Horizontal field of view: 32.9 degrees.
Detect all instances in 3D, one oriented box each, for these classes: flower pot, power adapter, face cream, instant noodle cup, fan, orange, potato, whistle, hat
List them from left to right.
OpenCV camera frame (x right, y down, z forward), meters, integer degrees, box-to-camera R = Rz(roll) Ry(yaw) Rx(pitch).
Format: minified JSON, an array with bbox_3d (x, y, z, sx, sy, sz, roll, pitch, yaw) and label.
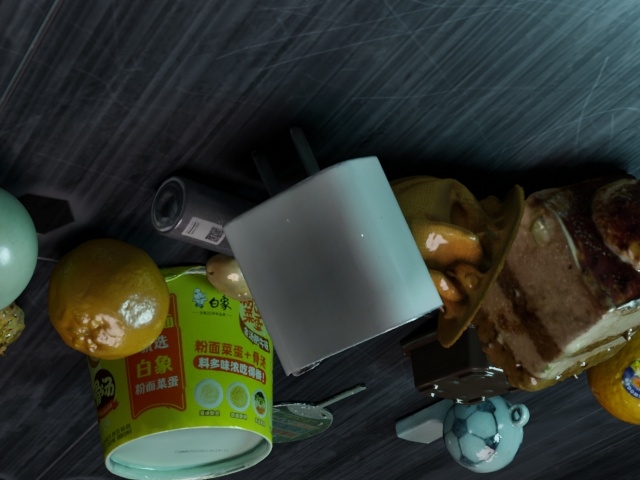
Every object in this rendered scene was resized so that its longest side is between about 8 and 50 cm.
[{"bbox_3d":[-0.270,0.078,1.360,0.159,0.136,0.159,9,124,13],"label":"orange"},{"bbox_3d":[-0.195,0.200,1.535,0.311,0.221,0.311,-8,151,-4],"label":"instant noodle cup"},{"bbox_3d":[-0.113,0.047,1.447,0.068,0.062,0.083,-3,125,47],"label":"potato"},{"bbox_3d":[-0.078,-0.007,1.346,0.283,0.073,0.073,19,141,-41],"label":"face cream"},{"bbox_3d":[-0.069,0.325,2.018,0.223,0.012,0.294,4,149,-21],"label":"fan"},{"bbox_3d":[0.000,0.000,1.216,0.187,0.255,0.124,-27,173,29],"label":"power adapter"},{"bbox_3d":[0.099,-0.023,1.323,0.233,0.244,0.233,28,160,-3],"label":"hat"},{"bbox_3d":[0.280,0.372,2.050,0.163,0.163,0.289,17,142,-39],"label":"whistle"},{"bbox_3d":[0.246,0.204,1.744,0.179,0.084,0.251,17,156,-23],"label":"flower pot"},{"bbox_3d":[0.537,0.198,1.758,0.219,0.193,0.219,-34,160,-14],"label":"orange"}]

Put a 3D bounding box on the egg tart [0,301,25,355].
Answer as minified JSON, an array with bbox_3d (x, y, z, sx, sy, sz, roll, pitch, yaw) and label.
[{"bbox_3d":[-0.541,0.139,1.430,0.294,0.123,0.294,-5,151,-3],"label":"egg tart"}]

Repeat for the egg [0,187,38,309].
[{"bbox_3d":[-0.395,0.013,1.213,0.149,0.149,0.192,6,158,-25],"label":"egg"}]

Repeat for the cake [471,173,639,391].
[{"bbox_3d":[0.338,0.043,1.394,0.198,0.196,0.293,-13,155,-30],"label":"cake"}]
